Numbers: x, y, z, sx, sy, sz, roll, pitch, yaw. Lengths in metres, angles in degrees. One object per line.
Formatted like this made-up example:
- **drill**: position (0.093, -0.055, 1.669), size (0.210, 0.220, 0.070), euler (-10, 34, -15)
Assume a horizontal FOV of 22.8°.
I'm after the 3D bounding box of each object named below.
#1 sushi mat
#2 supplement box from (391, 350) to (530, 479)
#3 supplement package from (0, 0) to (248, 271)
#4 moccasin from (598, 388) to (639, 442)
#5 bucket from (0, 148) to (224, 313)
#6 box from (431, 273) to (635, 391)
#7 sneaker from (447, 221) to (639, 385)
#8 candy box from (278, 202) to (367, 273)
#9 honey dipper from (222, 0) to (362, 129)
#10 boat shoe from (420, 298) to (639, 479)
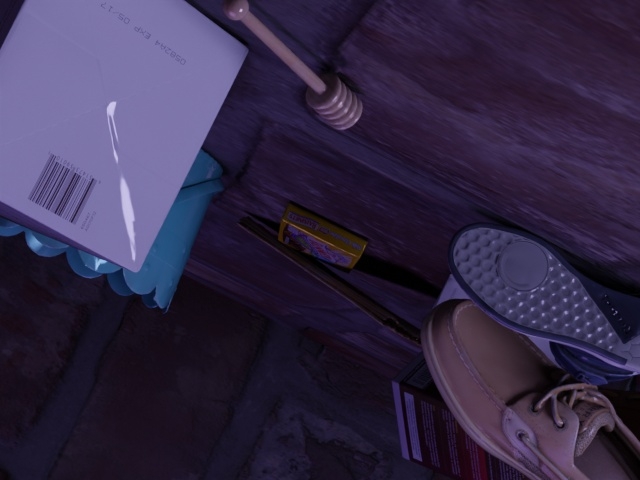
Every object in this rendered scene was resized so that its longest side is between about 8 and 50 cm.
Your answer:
- **sushi mat**: position (0.030, 0.060, 2.066), size (0.316, 0.019, 0.151), euler (33, -179, 43)
- **supplement box**: position (0.203, 0.229, 1.847), size (0.239, 0.073, 0.130), euler (20, 135, 35)
- **supplement package**: position (-0.240, -0.127, 1.215), size (0.263, 0.198, 0.199), euler (19, 170, 44)
- **moccasin**: position (0.401, 0.203, 1.588), size (0.139, 0.147, 0.380), euler (46, 152, -23)
- **bucket**: position (-0.257, -0.053, 1.844), size (0.281, 0.183, 0.281), euler (26, 173, 3)
- **box**: position (0.264, 0.139, 1.910), size (0.232, 0.058, 0.322), euler (24, 174, 15)
- **sneaker**: position (0.209, 0.062, 1.446), size (0.226, 0.086, 0.163), euler (28, 173, 0)
- **candy box**: position (0.000, 0.000, 1.943), size (0.105, 0.027, 0.206), euler (24, 173, 1)
- **honey dipper**: position (-0.021, -0.127, 1.129), size (0.030, 0.030, 0.161), euler (20, 169, 39)
- **boat shoe**: position (0.239, 0.178, 1.532), size (0.341, 0.122, 0.110), euler (48, 142, 5)
